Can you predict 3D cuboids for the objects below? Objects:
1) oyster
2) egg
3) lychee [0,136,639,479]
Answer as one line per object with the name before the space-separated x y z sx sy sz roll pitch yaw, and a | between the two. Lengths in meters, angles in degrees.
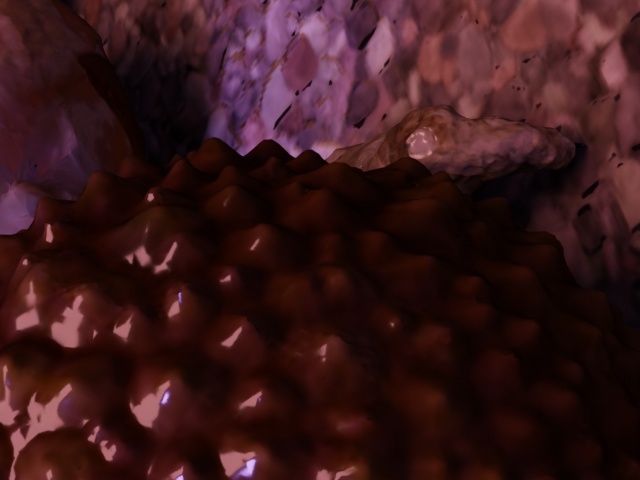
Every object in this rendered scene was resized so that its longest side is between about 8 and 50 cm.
oyster | 0.002 0.001 0.718 0.200 0.061 0.106 -56 44 31
egg | -0.161 -0.003 0.826 0.195 0.195 0.233 -21 64 50
lychee | -0.018 0.103 0.571 0.267 0.267 0.267 -12 75 52
